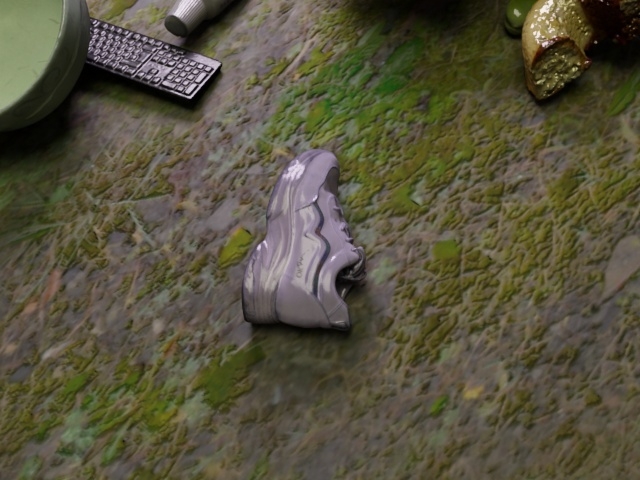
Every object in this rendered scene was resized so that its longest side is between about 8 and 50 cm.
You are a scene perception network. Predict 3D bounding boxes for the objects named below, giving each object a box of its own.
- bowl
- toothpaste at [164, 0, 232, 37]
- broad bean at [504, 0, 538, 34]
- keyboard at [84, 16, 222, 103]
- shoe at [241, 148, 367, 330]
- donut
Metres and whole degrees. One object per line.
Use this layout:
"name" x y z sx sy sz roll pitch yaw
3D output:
"bowl" -0.459 -0.291 1.119 0.307 0.163 0.307 -2 82 15
"toothpaste" -0.162 -0.422 1.250 0.099 0.068 0.282 35 56 -8
"broad bean" 0.302 -0.332 1.141 0.083 0.045 0.063 -28 63 -17
"keyboard" -0.302 -0.288 1.195 0.309 0.018 0.101 22 56 16
"shoe" 0.000 0.000 0.965 0.137 0.095 0.245 15 67 11
"donut" 0.351 -0.297 1.052 0.217 0.085 0.141 -35 44 10
